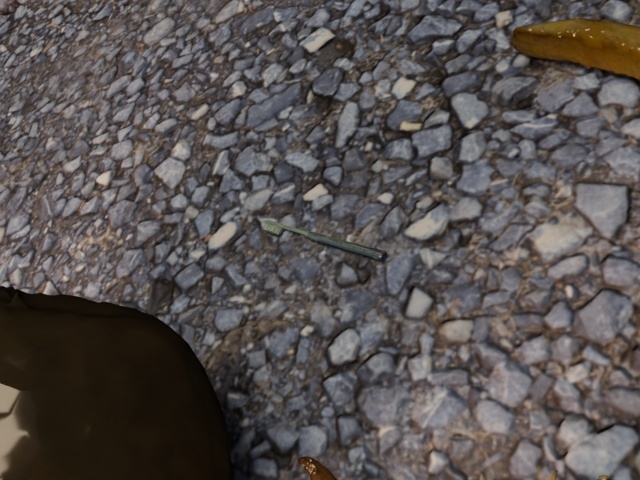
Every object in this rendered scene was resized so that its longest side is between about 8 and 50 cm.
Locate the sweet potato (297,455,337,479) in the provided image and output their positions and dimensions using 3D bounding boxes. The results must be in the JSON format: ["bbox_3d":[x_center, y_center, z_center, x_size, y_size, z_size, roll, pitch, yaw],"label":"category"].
[{"bbox_3d":[0.046,0.304,0.833,0.214,0.050,0.050,29,77,45],"label":"sweet potato"}]

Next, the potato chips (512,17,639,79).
[{"bbox_3d":[0.406,-0.215,0.962,0.080,0.057,0.407,-44,48,-7],"label":"potato chips"}]

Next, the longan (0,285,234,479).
[{"bbox_3d":[-0.306,0.235,0.858,0.404,0.404,0.436,-42,45,0],"label":"longan"}]

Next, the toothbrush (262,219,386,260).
[{"bbox_3d":[0.000,0.000,1.088,0.219,0.016,0.019,15,69,37],"label":"toothbrush"}]

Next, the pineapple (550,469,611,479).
[{"bbox_3d":[0.262,0.258,0.655,0.140,0.164,0.250,-34,32,-18],"label":"pineapple"}]
